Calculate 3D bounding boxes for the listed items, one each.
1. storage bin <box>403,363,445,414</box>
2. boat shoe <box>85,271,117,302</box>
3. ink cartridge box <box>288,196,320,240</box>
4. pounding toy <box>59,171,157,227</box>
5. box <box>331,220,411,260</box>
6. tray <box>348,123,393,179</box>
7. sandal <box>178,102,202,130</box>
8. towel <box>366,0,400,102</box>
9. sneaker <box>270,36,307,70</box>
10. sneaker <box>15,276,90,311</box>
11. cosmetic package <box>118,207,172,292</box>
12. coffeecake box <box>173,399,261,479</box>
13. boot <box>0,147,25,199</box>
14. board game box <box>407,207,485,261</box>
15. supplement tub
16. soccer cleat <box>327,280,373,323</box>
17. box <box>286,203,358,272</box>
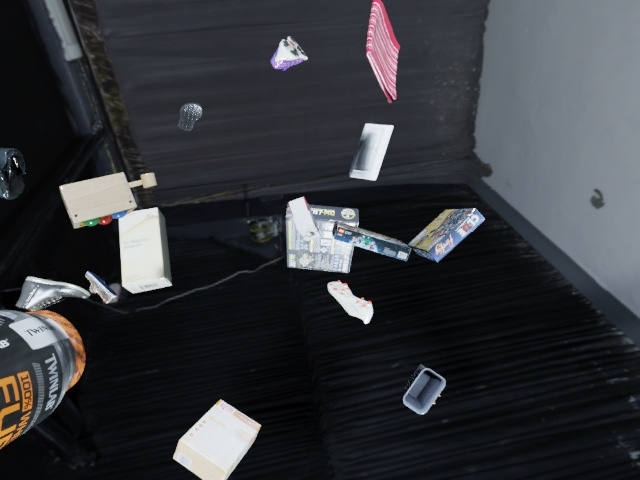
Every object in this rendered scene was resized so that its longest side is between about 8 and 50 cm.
[{"bbox_3d":[0.326,0.466,1.270,0.135,0.098,0.091,-56,-1,3],"label":"storage bin"},{"bbox_3d":[-1.074,0.227,1.926,0.183,0.066,0.066,42,172,4],"label":"boat shoe"},{"bbox_3d":[-0.049,-0.066,1.282,0.135,0.056,0.099,57,-167,-72],"label":"ink cartridge box"},{"bbox_3d":[-0.482,-0.095,0.946,0.181,0.206,0.094,-7,102,58],"label":"pounding toy"},{"bbox_3d":[0.155,-0.003,1.271,0.159,0.234,0.044,-96,23,-81],"label":"box"},{"bbox_3d":[0.223,-0.409,1.809,0.030,0.145,0.269,30,-103,-59],"label":"tray"},{"bbox_3d":[-0.450,-0.434,1.371,0.179,0.067,0.040,-19,56,58],"label":"sandal"},{"bbox_3d":[0.196,-0.586,1.227,0.199,0.031,0.274,46,-136,-46],"label":"towel"},{"bbox_3d":[-0.086,-0.468,1.011,0.068,0.071,0.170,50,-153,-10],"label":"sneaker"},{"bbox_3d":[-0.985,0.216,1.480,0.083,0.222,0.117,124,157,-64],"label":"sneaker"},{"bbox_3d":[-0.699,0.038,1.594,0.113,0.161,0.308,99,157,-68],"label":"cosmetic package"},{"bbox_3d":[-0.269,0.533,1.063,0.068,0.143,0.185,-67,-13,17],"label":"coffeecake box"},{"bbox_3d":[-0.880,-0.130,1.012,0.094,0.208,0.246,46,-123,-85],"label":"boot"},{"bbox_3d":[0.345,-0.020,1.132,0.042,0.165,0.243,47,-177,-2],"label":"board game box"},{"bbox_3d":[-0.498,0.211,0.540,0.316,0.194,0.193,-40,-58,-78],"label":"supplement tub"},{"bbox_3d":[0.089,0.198,1.296,0.196,0.068,0.076,31,128,42],"label":"soccer cleat"},{"bbox_3d":[0.000,0.000,1.882,0.394,0.319,0.097,93,180,-52],"label":"box"}]
